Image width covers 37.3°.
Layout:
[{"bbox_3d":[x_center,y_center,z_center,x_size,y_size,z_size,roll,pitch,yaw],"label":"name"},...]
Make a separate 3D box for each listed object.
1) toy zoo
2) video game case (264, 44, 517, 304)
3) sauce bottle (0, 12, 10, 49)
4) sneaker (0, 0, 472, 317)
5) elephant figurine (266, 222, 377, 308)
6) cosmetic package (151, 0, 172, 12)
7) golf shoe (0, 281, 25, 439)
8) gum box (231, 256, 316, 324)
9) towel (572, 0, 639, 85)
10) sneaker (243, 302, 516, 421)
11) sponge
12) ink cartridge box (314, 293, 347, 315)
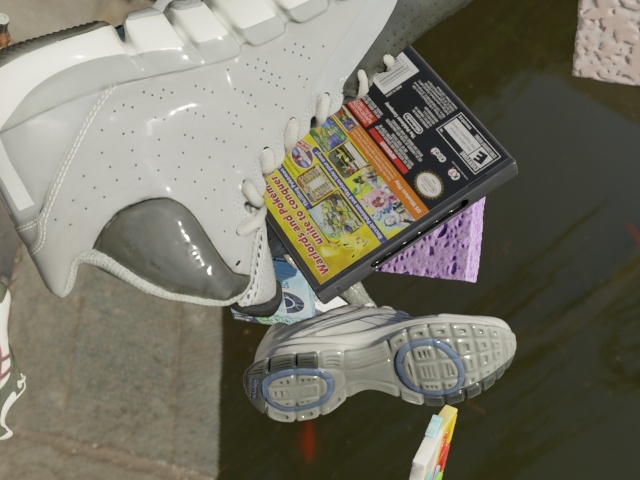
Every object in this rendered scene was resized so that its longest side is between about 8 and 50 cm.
[{"bbox_3d":[0.225,0.476,1.975,0.030,0.293,0.192,20,35,19],"label":"toy zoo"},{"bbox_3d":[0.035,-0.102,1.047,0.275,0.248,0.035,55,-3,30],"label":"video game case"},{"bbox_3d":[-0.591,-0.368,1.745,0.042,0.128,0.042,12,58,-20],"label":"sauce bottle"},{"bbox_3d":[-0.020,-0.040,0.396,0.228,0.086,0.132,-21,99,-15],"label":"sneaker"},{"bbox_3d":[0.000,0.000,1.473,0.239,0.169,0.186,37,73,-47],"label":"elephant figurine"},{"bbox_3d":[-0.200,-0.334,1.737,0.377,0.097,0.284,-58,144,-23],"label":"cosmetic package"},{"bbox_3d":[-0.552,0.203,1.586,0.120,0.105,0.273,16,86,-34],"label":"golf shoe"},{"bbox_3d":[-0.092,0.092,1.719,0.157,0.184,0.041,7,56,9],"label":"gum box"},{"bbox_3d":[0.553,-0.358,1.444,0.317,0.332,0.053,9,58,15],"label":"towel"},{"bbox_3d":[0.064,0.112,1.046,0.297,0.111,0.129,-4,30,3],"label":"sneaker"},{"bbox_3d":[0.101,-0.016,1.167,0.031,0.210,0.117,8,88,-51],"label":"sponge"},{"bbox_3d":[-0.049,0.143,2.161,0.273,0.197,0.114,27,84,-27],"label":"ink cartridge box"}]
